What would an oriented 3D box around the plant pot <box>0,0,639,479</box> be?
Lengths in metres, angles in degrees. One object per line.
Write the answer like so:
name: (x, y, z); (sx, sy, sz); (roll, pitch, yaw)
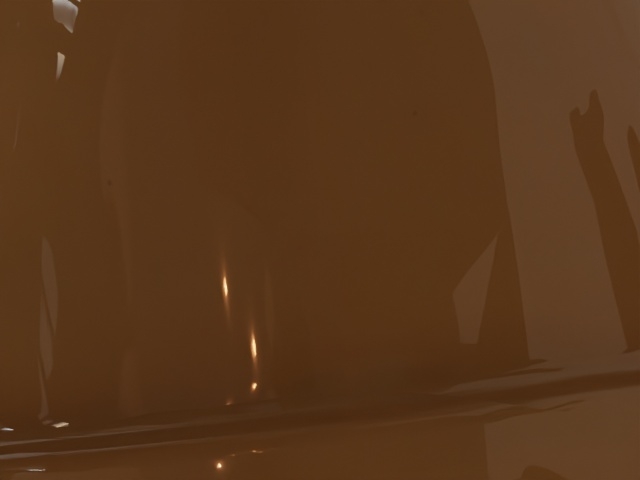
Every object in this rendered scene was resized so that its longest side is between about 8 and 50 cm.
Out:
plant pot: (0.000, 0.000, 0.459); (0.291, 0.291, 0.203); (5, -102, -79)
